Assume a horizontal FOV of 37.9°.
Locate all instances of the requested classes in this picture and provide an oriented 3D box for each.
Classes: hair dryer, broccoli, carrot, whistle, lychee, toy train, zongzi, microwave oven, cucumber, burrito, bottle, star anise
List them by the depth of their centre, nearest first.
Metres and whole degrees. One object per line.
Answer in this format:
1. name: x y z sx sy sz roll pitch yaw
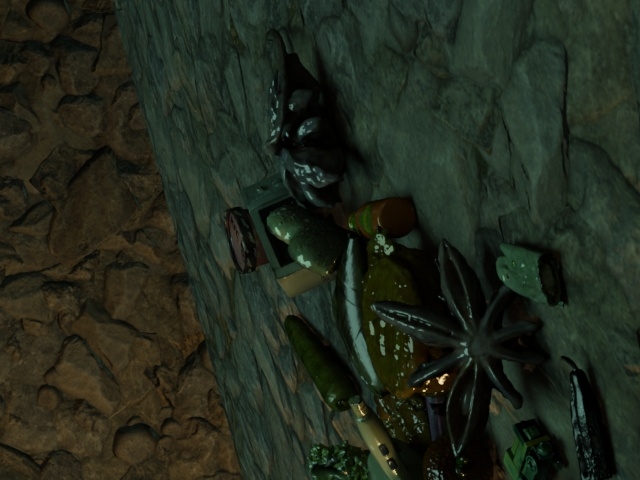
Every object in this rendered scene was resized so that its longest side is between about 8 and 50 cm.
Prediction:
1. cucumber: 0.326 0.218 1.143 0.039 0.043 0.163 -27 -71 -66
2. burrito: 0.260 0.042 1.179 0.118 0.044 0.074 20 127 63
3. star anise: 0.195 0.132 1.263 0.257 0.198 0.110 58 -168 12
4. toy train: 0.292 0.302 1.287 0.122 0.050 0.081 92 162 -44
5. lychee: 0.212 0.353 1.450 0.146 0.114 0.114 93 158 -75
6. hair dryer: 0.145 0.412 1.483 0.296 0.119 0.298 56 177 33
7. bottle: 0.092 -0.033 1.552 0.187 0.069 0.069 171 84 -72
8. whistle: 0.199 0.308 1.570 0.033 0.033 0.176 -152 49 -65
9. zongzi: 0.094 0.127 1.585 0.242 0.112 0.221 92 157 -55
10. star anise: -0.046 -0.193 1.711 0.359 0.139 0.316 -118 20 -55
11. microwave oven: -0.055 -0.015 1.854 0.162 0.122 0.208 62 -175 -70
12. broccoli: 0.051 0.527 1.874 0.235 0.259 0.288 -53 -22 -64
13. carrot: -0.012 0.257 2.075 0.358 0.074 0.074 -129 30 -55

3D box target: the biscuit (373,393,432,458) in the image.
1. biscuit: 0.154 0.346 1.714 0.226 0.042 0.226 165 90 -72

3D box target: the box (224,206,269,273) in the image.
1. box: -0.132 -0.010 2.098 0.151 0.135 0.151 168 90 -70

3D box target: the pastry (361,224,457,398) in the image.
1. pastry: 0.151 0.126 1.446 0.235 0.132 0.240 -114 26 -47

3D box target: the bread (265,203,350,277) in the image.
1. bread: 0.000 0.000 1.684 0.064 0.172 0.232 -65 32 16
